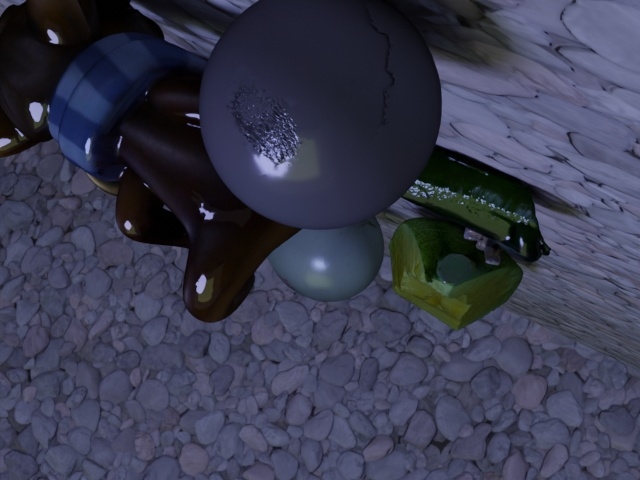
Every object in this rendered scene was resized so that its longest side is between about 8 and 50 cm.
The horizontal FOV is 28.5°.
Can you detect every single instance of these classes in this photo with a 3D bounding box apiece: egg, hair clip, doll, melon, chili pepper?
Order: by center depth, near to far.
[{"bbox_3d":[0.001,-0.080,0.759,0.146,0.146,0.198,26,171,-7],"label":"egg"},{"bbox_3d":[-0.126,-0.103,1.101,0.339,0.318,0.209,32,-138,14],"label":"doll"},{"bbox_3d":[0.128,-0.047,1.211,0.216,0.062,0.108,27,178,9],"label":"chili pepper"},{"bbox_3d":[0.199,-0.008,1.489,0.062,0.056,0.214,9,-175,5],"label":"hair clip"},{"bbox_3d":[0.185,0.037,1.731,0.196,0.124,0.323,24,171,4],"label":"melon"},{"bbox_3d":[0.000,0.000,2.061,0.183,0.183,0.264,27,-175,-29],"label":"egg"}]
